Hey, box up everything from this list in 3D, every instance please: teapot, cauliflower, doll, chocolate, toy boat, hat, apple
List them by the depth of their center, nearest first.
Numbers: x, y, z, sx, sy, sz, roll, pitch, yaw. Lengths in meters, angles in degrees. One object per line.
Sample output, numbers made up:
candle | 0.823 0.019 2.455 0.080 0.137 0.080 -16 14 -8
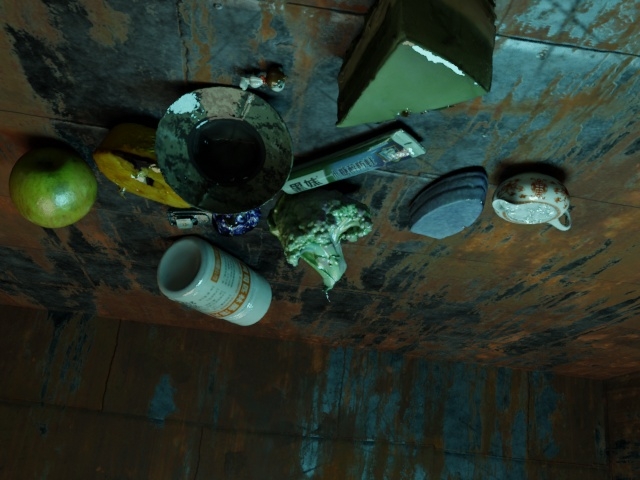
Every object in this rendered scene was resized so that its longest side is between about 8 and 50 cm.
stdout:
doll | -0.101 -0.287 1.142 0.085 0.040 0.058 7 170 -4
hat | -0.182 -0.180 1.273 0.266 0.265 0.128 6 -170 0
teapot | 0.470 -0.085 1.409 0.246 0.116 0.159 18 144 -23
apple | -0.628 -0.129 1.502 0.196 0.195 0.196 5 159 2
chocolate | -0.202 -0.105 1.503 0.126 0.148 0.343 7 162 -4
toy boat | 0.304 -0.084 1.507 0.127 0.078 0.283 15 159 -14
cauliflower | 0.000 0.000 1.565 0.256 0.239 0.315 23 139 59
toy boat | -0.353 -0.065 1.778 0.141 0.060 0.055 -1 135 4

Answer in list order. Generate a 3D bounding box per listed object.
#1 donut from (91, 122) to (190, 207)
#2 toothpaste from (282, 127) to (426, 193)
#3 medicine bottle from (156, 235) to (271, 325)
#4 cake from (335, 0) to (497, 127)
donut | -0.369 -0.156 1.408 0.254 0.118 0.253 19 159 8
toothpaste | 0.039 -0.162 1.396 0.392 0.061 0.099 -13 150 38
medicine bottle | -0.338 0.142 2.099 0.211 0.211 0.371 -6 156 29
cake | 0.088 -0.284 0.942 0.284 0.158 0.172 -8 154 41
